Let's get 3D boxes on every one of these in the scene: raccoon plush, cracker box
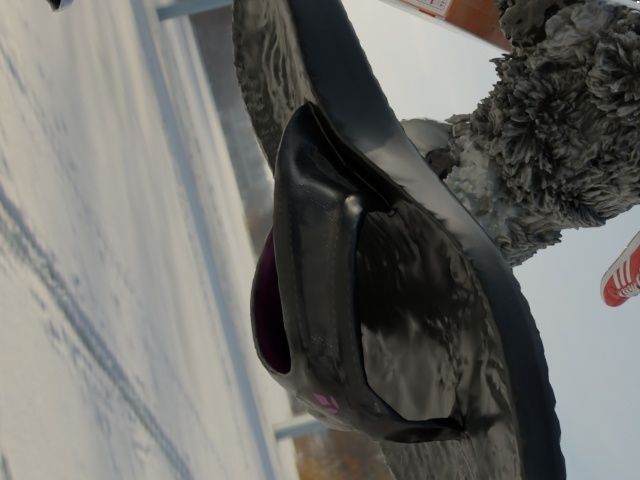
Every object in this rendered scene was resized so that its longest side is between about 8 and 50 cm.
[{"bbox_3d":[0.256,-0.029,0.818,0.447,0.216,0.299,28,-65,26],"label":"raccoon plush"},{"bbox_3d":[0.104,-0.251,0.992,0.232,0.156,0.067,36,-73,43],"label":"cracker box"}]

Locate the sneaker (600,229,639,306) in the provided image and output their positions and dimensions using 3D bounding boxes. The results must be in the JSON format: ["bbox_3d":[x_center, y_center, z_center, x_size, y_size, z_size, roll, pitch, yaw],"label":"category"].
[{"bbox_3d":[0.327,0.045,1.034,0.118,0.042,0.067,108,-28,-45],"label":"sneaker"}]

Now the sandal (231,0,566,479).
[{"bbox_3d":[-0.001,0.001,0.592,0.167,0.107,0.445,102,-29,-45],"label":"sandal"}]

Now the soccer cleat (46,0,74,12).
[{"bbox_3d":[-0.225,-0.215,0.800,0.083,0.029,0.035,52,28,-25],"label":"soccer cleat"}]
